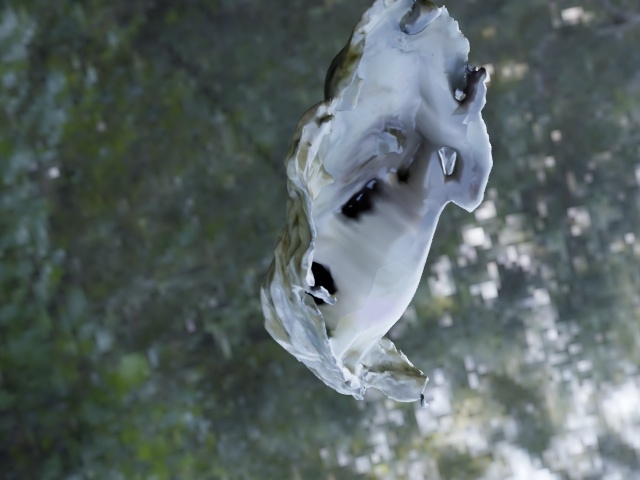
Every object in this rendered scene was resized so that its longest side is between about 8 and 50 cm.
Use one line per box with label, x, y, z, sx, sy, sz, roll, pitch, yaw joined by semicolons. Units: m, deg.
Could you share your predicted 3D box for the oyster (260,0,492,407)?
oyster;0.003;0.001;0.600;0.061;0.200;0.106;35;-130;18
